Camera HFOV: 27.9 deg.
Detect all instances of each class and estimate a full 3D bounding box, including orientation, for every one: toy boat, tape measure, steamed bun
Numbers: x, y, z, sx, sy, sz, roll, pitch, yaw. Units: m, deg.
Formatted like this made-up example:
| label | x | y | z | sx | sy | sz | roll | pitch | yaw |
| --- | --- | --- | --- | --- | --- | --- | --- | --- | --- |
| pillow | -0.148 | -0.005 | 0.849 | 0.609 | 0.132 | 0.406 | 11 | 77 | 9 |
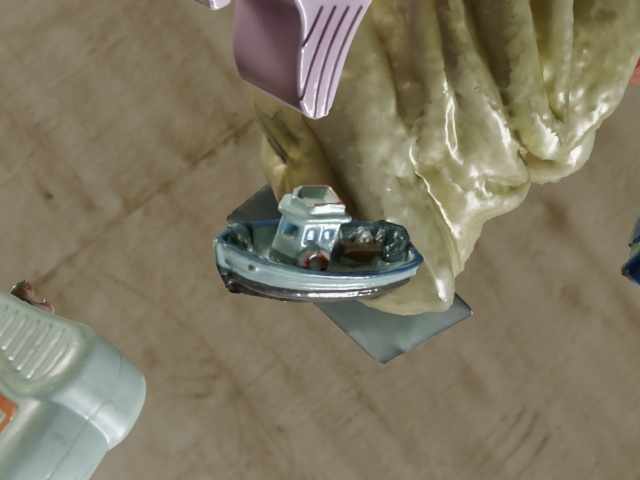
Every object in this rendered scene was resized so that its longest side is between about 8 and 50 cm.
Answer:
| label | x | y | z | sx | sy | sz | roll | pitch | yaw |
| --- | --- | --- | --- | --- | --- | --- | --- | --- | --- |
| toy boat | 0.000 | 0.000 | 0.755 | 0.059 | 0.140 | 0.066 | 51 | -47 | 45 |
| tape measure | -0.299 | 0.174 | 1.293 | 0.243 | 0.246 | 0.125 | 13 | -25 | 52 |
| steamed bun | 0.113 | -0.135 | 1.007 | 0.230 | 0.372 | 0.325 | 17 | -32 | 45 |

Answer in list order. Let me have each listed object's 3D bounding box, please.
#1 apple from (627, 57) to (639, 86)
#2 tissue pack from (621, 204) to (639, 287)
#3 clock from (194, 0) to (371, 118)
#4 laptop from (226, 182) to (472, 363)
| label | x | y | z | sx | sy | sz | roll | pitch | yaw |
| --- | --- | --- | --- | --- | --- | --- | --- | --- | --- |
| apple | 0.269 | -0.339 | 1.292 | 0.364 | 0.364 | 0.364 | 47 | -15 | 16 |
| tissue pack | 0.420 | -0.025 | 1.076 | 0.198 | 0.146 | 0.263 | 36 | -48 | -6 |
| clock | 0.020 | -0.223 | 0.821 | 0.080 | 0.275 | 0.290 | 37 | -60 | 43 |
| laptop | 0.032 | 0.026 | 1.505 | 0.269 | 0.015 | 0.187 | 44 | -40 | -9 |
